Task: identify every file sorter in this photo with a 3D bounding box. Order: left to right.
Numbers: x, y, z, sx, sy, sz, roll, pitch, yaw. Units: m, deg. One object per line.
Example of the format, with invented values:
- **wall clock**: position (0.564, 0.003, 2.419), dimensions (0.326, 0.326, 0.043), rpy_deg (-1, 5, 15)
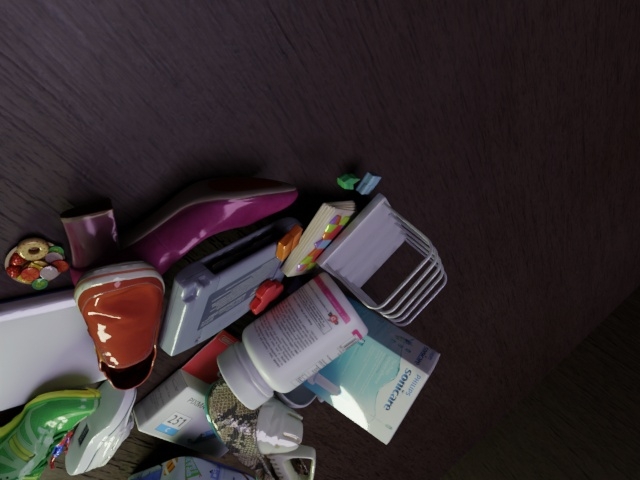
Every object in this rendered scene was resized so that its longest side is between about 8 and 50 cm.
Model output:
- **file sorter**: position (0.154, 0.062, 1.032), dimensions (0.193, 0.173, 0.277), rpy_deg (-47, 153, 1)

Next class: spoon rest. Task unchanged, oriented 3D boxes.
- **spoon rest**: position (-0.043, 0.370, 1.206), dimensions (0.084, 0.137, 0.276), rpy_deg (-39, 149, 10)

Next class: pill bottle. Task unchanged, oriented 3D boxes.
- **pill bottle**: position (-0.059, 0.208, 0.962), dimensions (0.283, 0.160, 0.160), rpy_deg (-35, 136, -4)

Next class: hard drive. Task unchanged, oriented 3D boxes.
- **hard drive**: position (-0.492, 0.187, 0.778), dimensions (0.318, 0.040, 0.210), rpy_deg (-12, 128, -30)

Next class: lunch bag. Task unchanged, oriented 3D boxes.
- **lunch bag**: position (-0.313, 0.588, 1.061), dimensions (0.243, 0.115, 0.303), rpy_deg (32, 130, -29)

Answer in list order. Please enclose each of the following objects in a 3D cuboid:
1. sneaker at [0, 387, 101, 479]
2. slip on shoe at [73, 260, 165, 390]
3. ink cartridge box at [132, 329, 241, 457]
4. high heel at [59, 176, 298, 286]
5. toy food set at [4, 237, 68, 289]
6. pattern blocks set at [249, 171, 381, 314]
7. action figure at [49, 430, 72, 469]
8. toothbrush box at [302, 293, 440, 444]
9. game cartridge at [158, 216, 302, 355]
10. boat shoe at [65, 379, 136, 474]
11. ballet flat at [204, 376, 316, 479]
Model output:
- **sneaker**: position (-0.498, 0.358, 0.815), dimensions (0.295, 0.123, 0.109), rpy_deg (-35, 157, 5)
- **slip on shoe**: position (-0.293, 0.135, 0.706), dimensions (0.123, 0.101, 0.331), rpy_deg (-12, 149, -29)
- **ink cartridge box**: position (-0.235, 0.372, 1.096), dimensions (0.261, 0.066, 0.296), rpy_deg (-41, 137, -3)
- **high heel**: position (-0.215, 0.003, 0.784), dimensions (0.377, 0.127, 0.181), rpy_deg (-11, 115, -14)
- **toy food set**: position (-0.438, 0.036, 0.721), dimensions (0.083, 0.020, 0.082), rpy_deg (-47, 137, 1)
- **pattern blocks set**: position (0.000, 0.000, 0.940), dimensions (0.285, 0.026, 0.325), rpy_deg (-22, 148, -55)
- **action figure**: position (-0.526, 0.413, 0.933), dimensions (0.038, 0.030, 0.115), rpy_deg (21, 105, -39)
- **toothbrush box**: position (0.096, 0.292, 1.107), dimensions (0.126, 0.295, 0.216), rpy_deg (-20, 137, -62)
- **game cartridge**: position (-0.160, 0.081, 0.851), dimensions (0.297, 0.062, 0.198), rpy_deg (-32, 159, -49)
- **boat shoe**: position (-0.425, 0.368, 0.940), dimensions (0.084, 0.095, 0.258), rpy_deg (16, 121, -47)
- **ballet flat**: position (-0.102, 0.481, 1.098), dimensions (0.164, 0.182, 0.483), rpy_deg (-67, 150, -46)
